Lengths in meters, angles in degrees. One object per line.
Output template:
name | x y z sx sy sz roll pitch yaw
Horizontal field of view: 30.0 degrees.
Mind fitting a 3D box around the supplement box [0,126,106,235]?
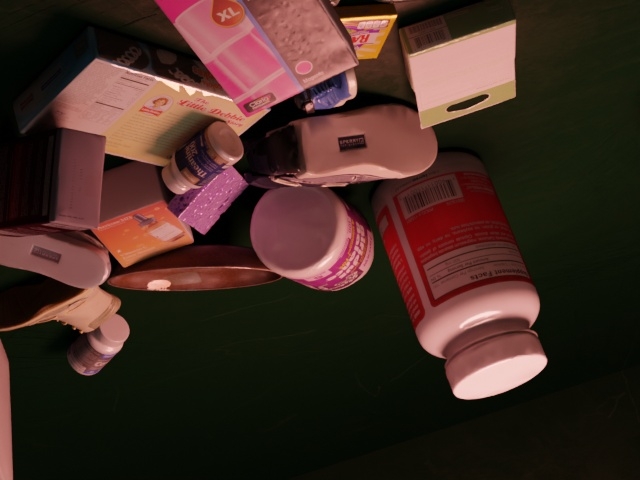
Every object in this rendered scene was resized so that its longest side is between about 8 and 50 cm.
supplement box | -0.392 -0.076 1.659 0.073 0.130 0.239 9 172 -41

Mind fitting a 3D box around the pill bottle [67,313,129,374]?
pill bottle | -0.435 0.202 2.348 0.078 0.078 0.137 4 147 -38

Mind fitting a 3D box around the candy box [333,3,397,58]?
candy box | 0.001 -0.294 1.715 0.206 0.027 0.105 -8 156 -21

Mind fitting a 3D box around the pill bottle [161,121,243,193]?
pill bottle | -0.176 -0.118 1.757 0.120 0.067 0.067 -33 151 30

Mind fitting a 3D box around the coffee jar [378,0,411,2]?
coffee jar | 0.116 -0.392 1.536 0.096 0.079 0.184 -6 153 -17

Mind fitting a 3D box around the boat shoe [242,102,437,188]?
boat shoe | 0.027 -0.149 1.945 0.340 0.127 0.158 -3 176 -43

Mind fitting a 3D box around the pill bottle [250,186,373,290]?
pill bottle | 0.000 0.000 2.109 0.169 0.169 0.301 -24 165 12

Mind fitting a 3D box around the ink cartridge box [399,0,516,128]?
ink cartridge box | 0.219 -0.275 1.865 0.171 0.056 0.235 -19 157 1

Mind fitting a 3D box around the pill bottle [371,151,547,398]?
pill bottle | 0.254 0.064 2.147 0.229 0.408 0.229 -15 154 -7

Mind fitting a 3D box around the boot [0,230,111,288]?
boot | -0.458 -0.006 1.903 0.258 0.123 0.095 27 101 -16

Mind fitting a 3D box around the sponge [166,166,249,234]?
sponge | -0.177 -0.072 1.909 0.117 0.031 0.210 -47 172 -1

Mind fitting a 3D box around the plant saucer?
plant saucer | -0.223 0.049 2.123 0.310 0.050 0.310 -4 171 -1

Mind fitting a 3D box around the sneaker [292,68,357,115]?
sneaker | 0.001 -0.227 1.783 0.084 0.058 0.152 -14 177 -12

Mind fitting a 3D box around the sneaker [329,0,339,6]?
sneaker | -0.036 -0.341 1.582 0.135 0.052 0.058 -10 139 -20

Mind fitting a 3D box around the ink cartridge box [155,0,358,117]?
ink cartridge box | -0.102 -0.313 1.494 0.175 0.069 0.371 -24 140 12

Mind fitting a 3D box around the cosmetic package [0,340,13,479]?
cosmetic package | -0.657 0.188 1.740 0.329 0.327 0.394 -13 131 -7

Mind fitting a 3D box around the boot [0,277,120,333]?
boot | -0.486 0.128 2.177 0.213 0.077 0.165 -22 157 6

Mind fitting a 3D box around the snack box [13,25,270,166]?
snack box | -0.249 -0.192 1.711 0.187 0.060 0.322 -35 150 34

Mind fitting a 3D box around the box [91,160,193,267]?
box | -0.297 -0.046 1.936 0.130 0.091 0.170 -20 155 3
